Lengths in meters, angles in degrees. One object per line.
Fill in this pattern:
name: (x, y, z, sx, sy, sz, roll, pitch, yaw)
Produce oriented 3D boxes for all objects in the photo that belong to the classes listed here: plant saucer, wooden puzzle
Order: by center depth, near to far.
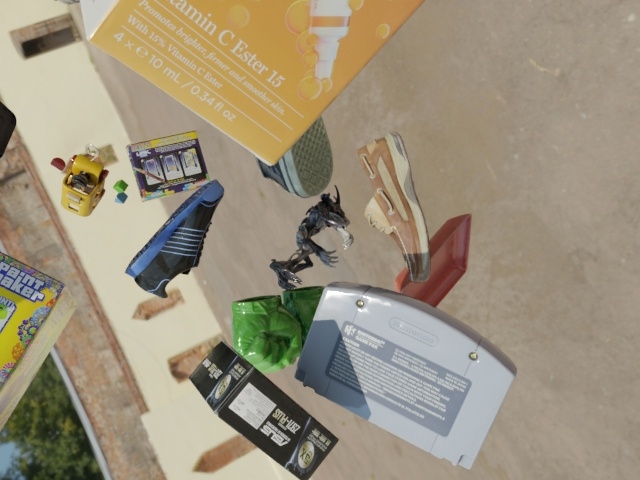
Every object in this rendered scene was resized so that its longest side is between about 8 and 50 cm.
wooden puzzle: (-0.339, -0.130, 1.197, 0.083, 0.006, 0.049, 27, 177, -42)
plant saucer: (0.259, 0.083, 1.399, 0.048, 0.258, 0.259, 34, 158, 29)

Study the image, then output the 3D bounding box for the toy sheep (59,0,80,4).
toy sheep: (-0.508, -0.526, 1.210, 0.132, 0.091, 0.091, -27, 89, 39)

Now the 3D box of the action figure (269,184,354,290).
action figure: (0.000, 0.000, 1.403, 0.141, 0.275, 0.164, 34, 154, 7)

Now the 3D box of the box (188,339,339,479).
box: (-0.084, 0.241, 0.850, 0.180, 0.077, 0.147, 46, 167, -23)

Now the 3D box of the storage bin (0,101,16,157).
storage bin: (-0.756, -0.264, 1.264, 0.180, 0.085, 0.122, 60, -144, -61)

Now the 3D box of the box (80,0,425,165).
box: (-0.027, -0.280, 0.544, 0.215, 0.345, 0.168, 31, -160, -40)

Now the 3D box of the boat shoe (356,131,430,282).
boat shoe: (0.152, -0.063, 1.239, 0.123, 0.117, 0.324, 47, -151, -72)

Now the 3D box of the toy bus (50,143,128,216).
toy bus: (-0.648, -0.148, 1.615, 0.191, 0.104, 0.202, -1, 141, 28)

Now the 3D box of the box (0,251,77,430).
box: (-0.572, 0.174, 0.998, 0.177, 0.279, 0.290, 29, 161, -10)

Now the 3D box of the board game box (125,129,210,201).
board game box: (-0.370, -0.182, 1.451, 0.048, 0.170, 0.140, -6, 100, 66)

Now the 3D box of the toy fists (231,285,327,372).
toy fists: (-0.059, 0.172, 1.151, 0.096, 0.279, 0.142, -4, 92, 35)

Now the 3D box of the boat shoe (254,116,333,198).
boat shoe: (-0.101, -0.321, 1.225, 0.156, 0.187, 0.499, 16, 131, 40)

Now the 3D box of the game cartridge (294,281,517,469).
game cartridge: (0.121, 0.185, 0.878, 0.297, 0.198, 0.062, 24, -167, 16)

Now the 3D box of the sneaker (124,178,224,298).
sneaker: (-0.240, -0.002, 1.062, 0.090, 0.232, 0.081, 43, 176, -20)
